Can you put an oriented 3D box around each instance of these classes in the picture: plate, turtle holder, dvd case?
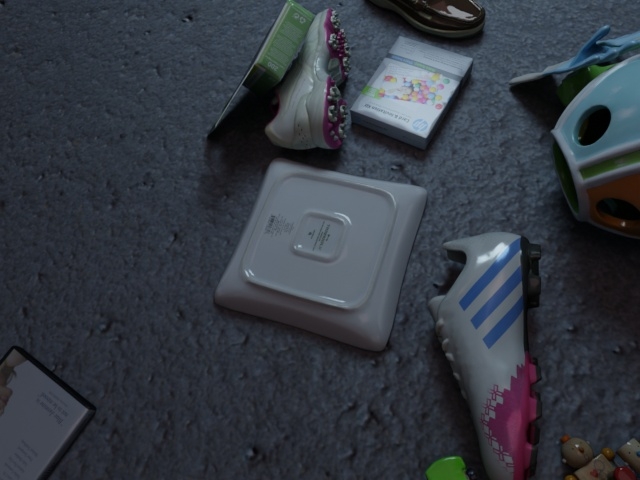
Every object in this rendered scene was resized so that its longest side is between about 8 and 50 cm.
[{"bbox_3d":[0.000,0.000,0.761,0.278,0.045,0.277,14,69,15],"label":"plate"},{"bbox_3d":[0.433,-0.151,0.658,0.228,0.243,0.320,-18,72,19],"label":"turtle holder"},{"bbox_3d":[-0.467,0.302,0.706,0.180,0.022,0.253,28,73,19],"label":"dvd case"}]

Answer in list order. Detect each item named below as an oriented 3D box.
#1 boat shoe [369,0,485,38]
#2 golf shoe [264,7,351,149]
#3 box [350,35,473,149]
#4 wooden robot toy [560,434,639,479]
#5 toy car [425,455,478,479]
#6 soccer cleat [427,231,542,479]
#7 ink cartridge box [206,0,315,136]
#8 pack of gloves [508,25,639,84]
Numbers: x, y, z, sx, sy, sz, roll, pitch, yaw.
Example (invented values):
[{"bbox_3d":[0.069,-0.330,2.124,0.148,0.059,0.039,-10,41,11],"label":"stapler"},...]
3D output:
[{"bbox_3d":[0.186,-0.460,0.915,0.258,0.095,0.095,30,73,20],"label":"boat shoe"},{"bbox_3d":[-0.024,-0.286,0.862,0.140,0.115,0.306,-7,57,21],"label":"golf shoe"},{"bbox_3d":[0.159,-0.261,0.860,0.145,0.038,0.186,27,73,19],"label":"box"},{"bbox_3d":[0.324,0.258,0.580,0.173,0.076,0.079,-32,54,-7],"label":"wooden robot toy"},{"bbox_3d":[0.190,0.361,0.560,0.239,0.053,0.224,-23,64,-3],"label":"toy car"},{"bbox_3d":[0.207,0.142,0.638,0.143,0.116,0.331,0,61,23],"label":"soccer cleat"},{"bbox_3d":[-0.108,-0.271,0.839,0.056,0.171,0.235,28,88,-18],"label":"ink cartridge box"},{"bbox_3d":[0.427,-0.302,0.745,0.195,0.232,0.046,-24,104,-5],"label":"pack of gloves"}]
